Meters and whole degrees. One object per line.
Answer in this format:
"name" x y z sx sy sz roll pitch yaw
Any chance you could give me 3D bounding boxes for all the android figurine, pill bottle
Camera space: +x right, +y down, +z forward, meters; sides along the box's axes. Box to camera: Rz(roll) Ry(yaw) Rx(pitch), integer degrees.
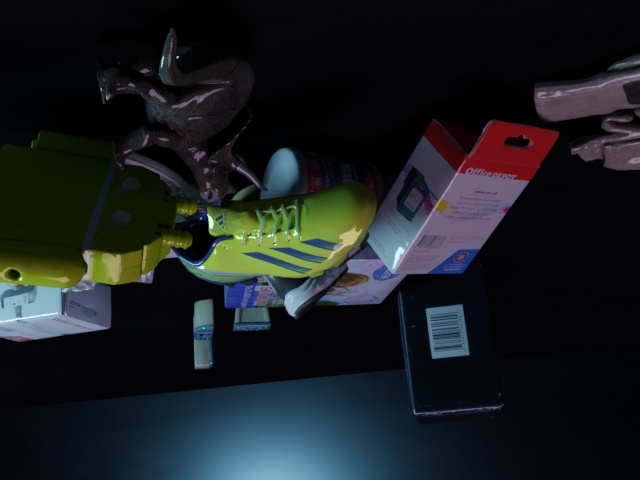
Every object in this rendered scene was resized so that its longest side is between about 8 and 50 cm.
"android figurine" -0.269 -0.033 0.828 0.273 0.248 0.056 9 126 -6
"pill bottle" 0.023 -0.056 1.025 0.180 0.107 0.108 6 160 -31

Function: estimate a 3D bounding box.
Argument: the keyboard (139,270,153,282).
"keyboard" -0.331 0.037 1.393 0.072 0.014 0.256 0 161 -14

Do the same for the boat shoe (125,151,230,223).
"boat shoe" -0.212 -0.035 1.003 0.277 0.096 0.098 23 153 -29

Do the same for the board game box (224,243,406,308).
"board game box" -0.011 0.054 1.429 0.318 0.065 0.318 -1 162 -9

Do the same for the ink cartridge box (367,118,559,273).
"ink cartridge box" 0.169 -0.066 0.963 0.134 0.078 0.231 2 131 -39

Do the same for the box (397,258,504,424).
"box" 0.265 0.225 1.651 0.183 0.296 0.294 -7 162 7

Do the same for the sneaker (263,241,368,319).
"sneaker" 0.000 0.000 1.104 0.100 0.108 0.271 -44 -179 31

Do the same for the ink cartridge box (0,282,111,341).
"ink cartridge box" -0.534 0.128 1.503 0.218 0.092 0.158 -8 162 17

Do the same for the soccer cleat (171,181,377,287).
"soccer cleat" -0.065 -0.011 0.895 0.289 0.093 0.121 -16 141 41

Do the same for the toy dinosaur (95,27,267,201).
"toy dinosaur" -0.128 -0.145 0.757 0.160 0.121 0.313 -12 160 -16

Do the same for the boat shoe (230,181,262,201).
"boat shoe" -0.124 -0.021 1.163 0.073 0.073 0.207 6 161 -33

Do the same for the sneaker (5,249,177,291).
"sneaker" -0.332 0.021 1.177 0.292 0.118 0.110 0 160 -17

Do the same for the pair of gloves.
"pair of gloves" 0.374 -0.149 0.915 0.204 0.042 0.240 -8 156 31

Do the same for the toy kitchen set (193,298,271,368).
"toy kitchen set" -0.206 0.216 1.801 0.166 0.122 0.207 -1 162 -10
